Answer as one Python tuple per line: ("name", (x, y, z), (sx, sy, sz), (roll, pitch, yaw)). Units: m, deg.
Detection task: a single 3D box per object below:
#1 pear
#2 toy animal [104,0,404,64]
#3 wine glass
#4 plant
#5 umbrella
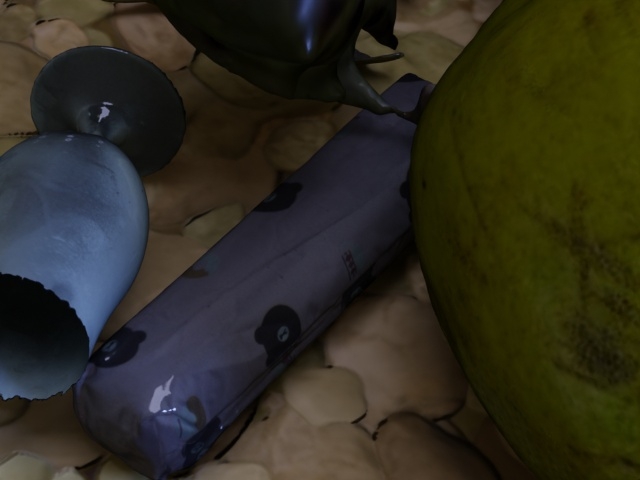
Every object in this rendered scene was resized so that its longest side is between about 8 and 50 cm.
("pear", (0.186, 0.019, 0.907), (0.287, 0.287, 0.375), (-4, 72, -11))
("toy animal", (-0.058, -0.187, 1.145), (0.155, 0.095, 0.219), (-12, 53, -23))
("wine glass", (-0.131, -0.011, 0.967), (0.093, 0.093, 0.202), (13, 38, 2))
("plant", (-0.101, -0.152, 0.987), (0.333, 0.251, 0.180), (0, 61, 13))
("umbrella", (0.000, 0.000, 1.019), (0.073, 0.067, 0.337), (35, 55, 16))
